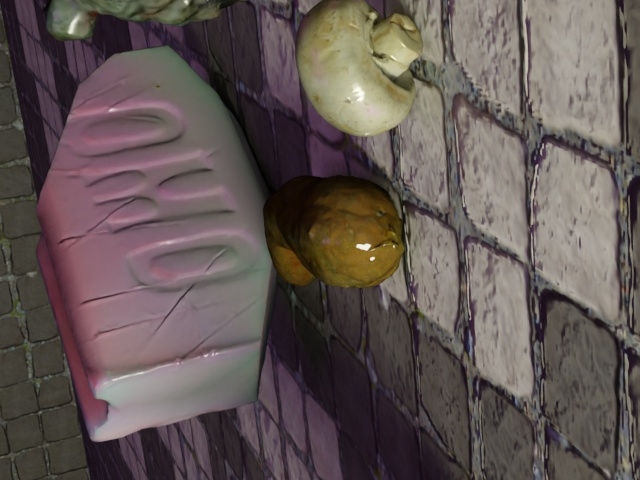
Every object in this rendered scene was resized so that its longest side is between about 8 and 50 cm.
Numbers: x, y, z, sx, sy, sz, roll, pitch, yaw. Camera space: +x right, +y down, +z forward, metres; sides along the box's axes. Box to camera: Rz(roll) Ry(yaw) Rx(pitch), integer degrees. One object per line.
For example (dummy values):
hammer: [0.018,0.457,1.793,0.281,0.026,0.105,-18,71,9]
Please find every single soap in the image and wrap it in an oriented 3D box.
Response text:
soap: [-0.138,-0.010,1.084,0.109,0.192,0.324,103,149,-51]

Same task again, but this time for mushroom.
mushroom: [0.023,-0.100,0.729,0.067,0.083,0.084,-27,73,29]

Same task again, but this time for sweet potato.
sweet potato: [-0.002,-0.006,0.892,0.233,0.062,0.081,172,83,-75]

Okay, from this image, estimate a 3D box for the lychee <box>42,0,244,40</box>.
lychee: [-0.124,-0.255,0.781,0.255,0.255,0.274,34,105,65]
